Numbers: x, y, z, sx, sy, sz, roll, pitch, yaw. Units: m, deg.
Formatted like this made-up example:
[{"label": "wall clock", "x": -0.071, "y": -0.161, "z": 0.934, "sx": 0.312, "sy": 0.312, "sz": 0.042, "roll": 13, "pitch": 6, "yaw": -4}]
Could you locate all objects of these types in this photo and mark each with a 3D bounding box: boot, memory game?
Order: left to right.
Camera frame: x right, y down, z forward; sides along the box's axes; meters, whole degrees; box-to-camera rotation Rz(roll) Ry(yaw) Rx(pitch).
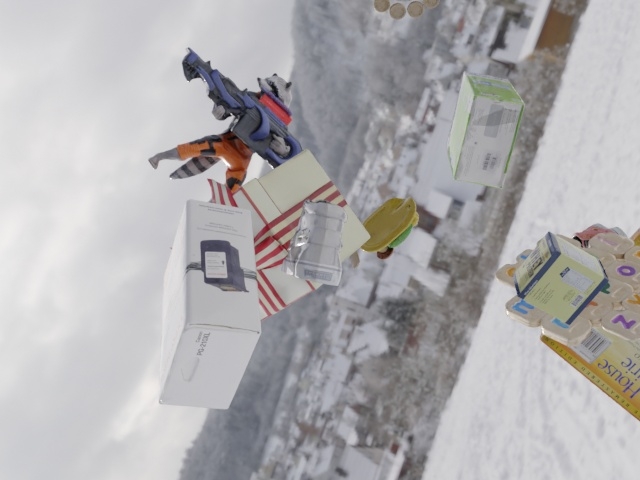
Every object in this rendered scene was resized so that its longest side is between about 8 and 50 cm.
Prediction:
[{"label": "boot", "x": 0.000, "y": 0.000, "z": 1.222, "sx": 0.258, "sy": 0.095, "sz": 0.123, "roll": 180, "pitch": 103, "yaw": -82}, {"label": "memory game", "x": 0.179, "y": -0.555, "z": 1.685, "sx": 0.012, "sy": 0.186, "sz": 0.186, "roll": -86, "pitch": 11, "yaw": -50}]

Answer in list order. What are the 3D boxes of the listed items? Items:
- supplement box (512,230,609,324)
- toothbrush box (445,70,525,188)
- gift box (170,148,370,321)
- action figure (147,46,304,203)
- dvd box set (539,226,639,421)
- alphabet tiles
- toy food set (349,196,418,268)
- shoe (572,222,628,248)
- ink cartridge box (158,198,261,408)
[{"label": "supplement box", "x": 0.312, "y": 0.049, "z": 1.039, "sx": 0.083, "sy": 0.083, "sz": 0.056, "roll": -57, "pitch": 10, "yaw": 26}, {"label": "toothbrush box", "x": 0.388, "y": -0.272, "z": 1.912, "sx": 0.283, "sy": 0.122, "sz": 0.206, "roll": -81, "pitch": 2, "yaw": -68}, {"label": "gift box", "x": -0.112, "y": -0.007, "z": 1.514, "sx": 0.255, "sy": 0.276, "sz": 0.258, "roll": -40, "pitch": 0, "yaw": 41}, {"label": "action figure", "x": -0.204, "y": -0.242, "z": 1.658, "sx": 0.330, "sy": 0.341, "sz": 0.178, "roll": -40, "pitch": 22, "yaw": -1}, {"label": "dvd box set", "x": 0.670, "y": 0.133, "z": 1.500, "sx": 0.420, "sy": 0.307, "sz": 0.062, "roll": -55, "pitch": -9, "yaw": 24}, {"label": "alphabet tiles", "x": 0.442, "y": 0.073, "z": 1.304, "sx": 0.284, "sy": 0.278, "sz": 0.021, "roll": -31, "pitch": -53, "yaw": -28}, {"label": "toy food set", "x": 0.166, "y": -0.015, "z": 1.993, "sx": 0.218, "sy": 0.071, "sz": 0.128, "roll": -40, "pitch": 38, "yaw": 12}, {"label": "shoe", "x": 0.716, "y": 0.002, "z": 2.040, "sx": 0.178, "sy": 0.081, "sz": 0.063, "roll": -130, "pitch": 17, "yaw": -77}, {"label": "ink cartridge box", "x": -0.157, "y": 0.088, "z": 1.098, "sx": 0.237, "sy": 0.100, "sz": 0.172, "roll": -99, "pitch": 26, "yaw": -46}]
